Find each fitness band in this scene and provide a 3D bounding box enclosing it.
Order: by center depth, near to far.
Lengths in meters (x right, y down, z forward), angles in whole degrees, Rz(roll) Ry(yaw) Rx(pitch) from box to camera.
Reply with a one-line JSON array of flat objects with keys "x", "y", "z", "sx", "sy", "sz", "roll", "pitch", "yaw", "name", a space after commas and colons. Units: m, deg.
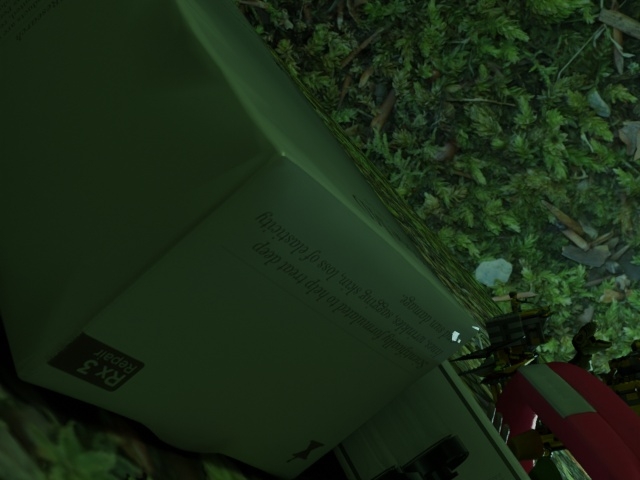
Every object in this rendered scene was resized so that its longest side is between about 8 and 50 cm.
[{"x": 0.195, "y": 0.212, "z": 0.654, "sx": 0.291, "sy": 0.054, "sz": 0.208, "roll": -120, "pitch": -155, "yaw": -63, "name": "fitness band"}]

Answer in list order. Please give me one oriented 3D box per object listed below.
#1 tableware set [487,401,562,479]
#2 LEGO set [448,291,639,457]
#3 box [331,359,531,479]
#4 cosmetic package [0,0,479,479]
[{"x": 0.151, "y": 0.203, "z": 0.674, "sx": 0.104, "sy": 0.024, "sz": 0.154, "roll": -120, "pitch": -155, "yaw": -54, "name": "tableware set"}, {"x": 0.321, "y": 0.150, "z": 1.166, "sx": 0.331, "sy": 0.255, "sz": 0.192, "roll": -4, "pitch": 79, "yaw": -63, "name": "LEGO set"}, {"x": 0.076, "y": 0.146, "z": 0.566, "sx": 0.290, "sy": 0.087, "sz": 0.169, "roll": 56, "pitch": 1, "yaw": 40, "name": "box"}, {"x": -0.096, "y": -0.067, "z": 0.543, "sx": 0.217, "sy": 0.156, "sz": 0.385, "roll": 38, "pitch": 13, "yaw": -51, "name": "cosmetic package"}]
